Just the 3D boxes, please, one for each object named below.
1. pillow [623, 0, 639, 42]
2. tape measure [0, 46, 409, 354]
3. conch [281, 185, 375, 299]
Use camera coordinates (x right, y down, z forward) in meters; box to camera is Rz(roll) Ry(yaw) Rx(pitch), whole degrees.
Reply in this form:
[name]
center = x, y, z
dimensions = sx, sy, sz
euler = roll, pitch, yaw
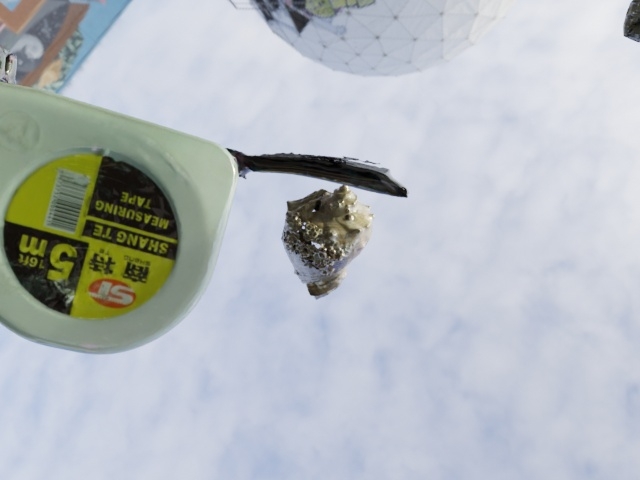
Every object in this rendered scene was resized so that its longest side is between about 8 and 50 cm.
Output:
[pillow]
center = 0.578, -0.430, 0.785
dimensions = 0.228, 0.326, 0.101
euler = -29, -113, -24
[tape measure]
center = -0.117, -0.004, 0.498
dimensions = 0.098, 0.351, 0.216
euler = -138, -116, -78
[conch]
center = 0.000, 0.000, 1.114
dimensions = 0.178, 0.162, 0.246
euler = 44, -50, 46
